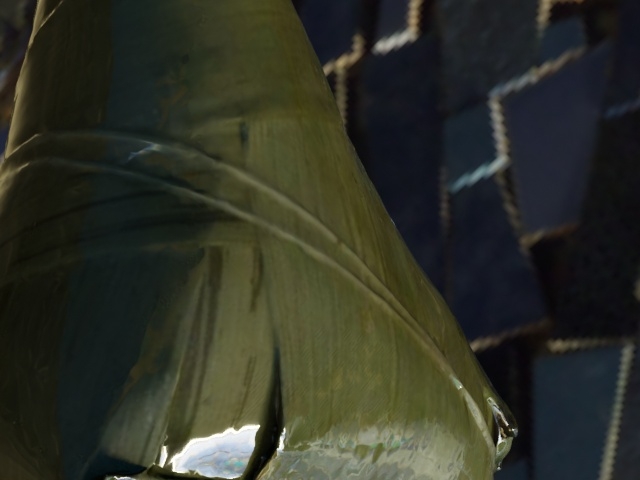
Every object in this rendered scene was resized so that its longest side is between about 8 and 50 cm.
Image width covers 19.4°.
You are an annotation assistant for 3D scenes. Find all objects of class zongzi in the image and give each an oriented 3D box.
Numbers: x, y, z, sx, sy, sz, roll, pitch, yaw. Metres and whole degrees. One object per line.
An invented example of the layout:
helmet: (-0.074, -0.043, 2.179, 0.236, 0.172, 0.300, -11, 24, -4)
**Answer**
zongzi: (0.000, 0.000, 0.960, 0.447, 0.181, 0.418, 24, 68, -55)
